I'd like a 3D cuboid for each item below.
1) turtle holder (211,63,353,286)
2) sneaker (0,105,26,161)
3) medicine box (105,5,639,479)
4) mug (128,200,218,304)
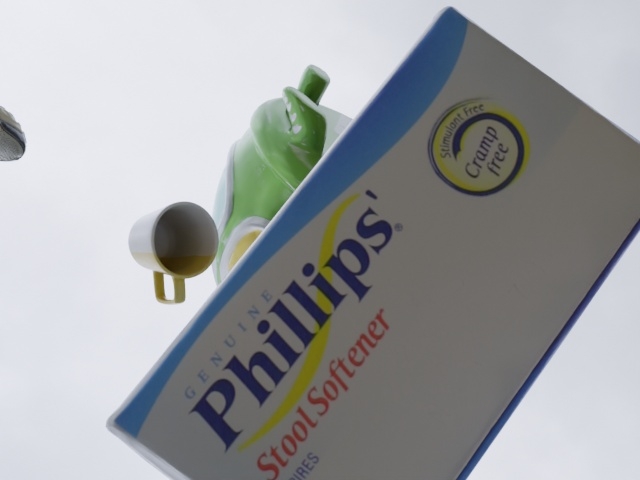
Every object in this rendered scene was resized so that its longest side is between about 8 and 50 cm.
[{"bbox_3d":[0.013,0.003,0.915,0.243,0.320,0.227,22,-66,-33],"label":"turtle holder"},{"bbox_3d":[-0.266,-0.071,0.672,0.135,0.052,0.058,16,-134,-51],"label":"sneaker"},{"bbox_3d":[0.034,0.056,0.570,0.149,0.289,0.263,37,-102,6],"label":"medicine box"},{"bbox_3d":[-0.130,0.007,0.788,0.062,0.064,0.078,37,-113,-32],"label":"mug"}]
